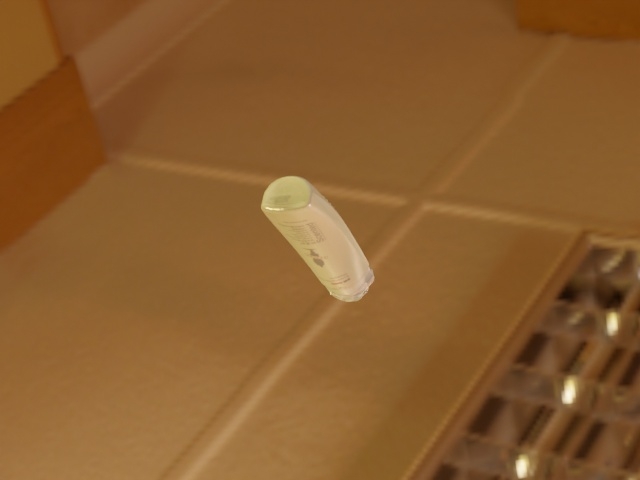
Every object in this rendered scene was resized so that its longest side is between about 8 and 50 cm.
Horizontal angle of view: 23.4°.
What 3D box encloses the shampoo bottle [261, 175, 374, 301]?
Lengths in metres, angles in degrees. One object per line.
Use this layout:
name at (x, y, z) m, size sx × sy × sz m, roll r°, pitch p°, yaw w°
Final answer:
shampoo bottle at (0.000, 0.000, 1.678) m, size 0.072 × 0.212 × 0.049 m, roll -6°, pitch -120°, yaw 21°
